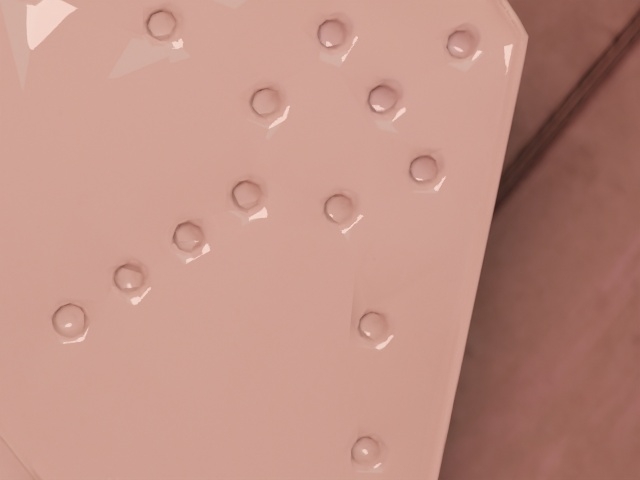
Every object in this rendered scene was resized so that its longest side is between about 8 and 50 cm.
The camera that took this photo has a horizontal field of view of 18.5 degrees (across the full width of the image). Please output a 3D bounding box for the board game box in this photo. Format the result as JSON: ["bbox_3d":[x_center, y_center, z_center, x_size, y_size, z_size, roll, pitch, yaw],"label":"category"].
[{"bbox_3d":[-0.160,0.075,0.642,0.390,0.050,0.390,9,100,-10],"label":"board game box"}]
